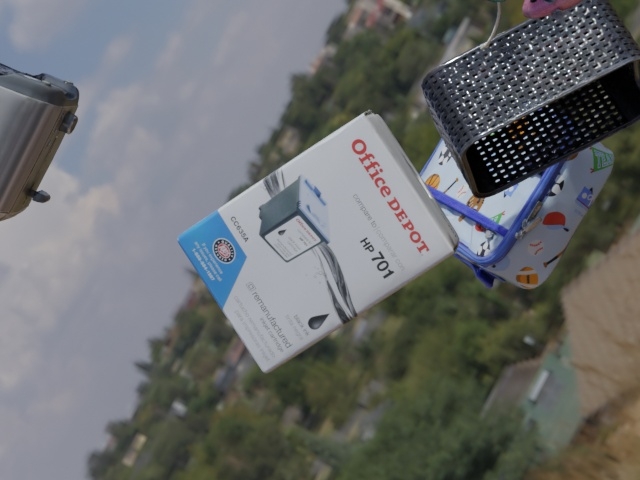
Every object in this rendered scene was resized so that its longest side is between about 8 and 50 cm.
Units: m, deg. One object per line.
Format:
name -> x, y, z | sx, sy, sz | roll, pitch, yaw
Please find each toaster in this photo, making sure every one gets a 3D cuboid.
toaster -> -0.344, -0.109, 1.319 | 0.129, 0.227, 0.146 | -73, 4, -83

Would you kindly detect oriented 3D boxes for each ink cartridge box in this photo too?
ink cartridge box -> 0.000, 0.000, 1.202 | 0.191, 0.139, 0.082 | -34, 0, 11

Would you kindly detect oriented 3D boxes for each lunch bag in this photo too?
lunch bag -> 0.244, -0.068, 1.928 | 0.243, 0.115, 0.303 | -58, 27, 3

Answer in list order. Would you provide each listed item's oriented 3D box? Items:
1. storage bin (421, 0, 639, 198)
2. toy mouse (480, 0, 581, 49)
storage bin -> 0.192, -0.128, 1.275 | 0.180, 0.084, 0.122 | -26, -25, 3
toy mouse -> 0.164, -0.206, 1.098 | 0.031, 0.161, 0.143 | 33, 95, 51
